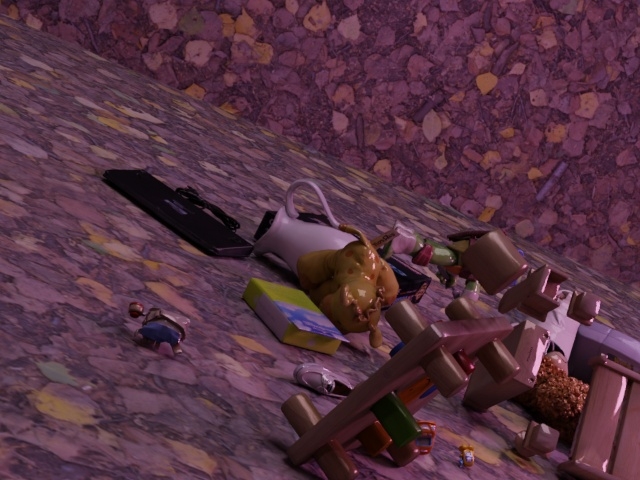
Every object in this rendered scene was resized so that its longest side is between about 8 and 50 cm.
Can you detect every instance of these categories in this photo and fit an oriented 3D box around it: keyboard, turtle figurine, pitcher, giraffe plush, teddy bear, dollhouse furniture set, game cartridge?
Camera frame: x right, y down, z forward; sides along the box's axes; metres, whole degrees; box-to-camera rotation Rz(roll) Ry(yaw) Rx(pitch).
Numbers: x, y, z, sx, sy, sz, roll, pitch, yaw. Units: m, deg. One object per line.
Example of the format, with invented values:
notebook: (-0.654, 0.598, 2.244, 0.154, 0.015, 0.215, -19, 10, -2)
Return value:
keyboard: (-0.252, -0.052, 2.145, 0.317, 0.033, 0.201, 35, 21, 28)
turtle figurine: (0.239, 0.085, 2.223, 0.266, 0.274, 0.198, 25, 43, -1)
pitcher: (0.000, 0.000, 2.104, 0.207, 0.177, 0.125, 30, 17, 17)
giraffe plush: (0.057, 0.096, 1.924, 0.181, 0.210, 0.170, 26, 41, -18)
teddy bear: (0.465, 0.299, 2.006, 0.245, 0.113, 0.338, 22, 13, -30)
dollhouse furniture set: (0.442, 0.259, 1.874, 0.356, 0.303, 0.174, 27, -25, -9)
game cartridge: (0.643, 0.284, 2.310, 0.294, 0.196, 0.060, 32, 57, 23)

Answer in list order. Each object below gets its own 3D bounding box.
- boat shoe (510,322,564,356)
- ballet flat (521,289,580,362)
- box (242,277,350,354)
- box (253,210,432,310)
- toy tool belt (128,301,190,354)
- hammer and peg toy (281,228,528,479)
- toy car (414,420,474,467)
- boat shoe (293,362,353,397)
boat shoe: (0.422, 0.225, 2.274, 0.079, 0.095, 0.254, 21, -1, 29)
ballet flat: (0.544, 0.182, 2.608, 0.139, 0.139, 0.400, 29, 13, 9)
box: (-0.041, 0.125, 1.820, 0.109, 0.042, 0.178, 17, 16, -35)
box: (0.051, 0.038, 2.315, 0.295, 0.073, 0.293, 32, 14, 20)
toy tool belt: (-0.215, 0.115, 1.477, 0.083, 0.052, 0.051, 19, 57, -12)
hammer and peg toy: (0.145, 0.150, 1.393, 0.127, 0.361, 0.266, 54, 21, 19)
toy car: (0.175, 0.287, 1.582, 0.122, 0.060, 0.040, 15, 47, -19)
boat shoe: (0.007, 0.204, 1.619, 0.100, 0.035, 0.035, 27, 7, -34)
